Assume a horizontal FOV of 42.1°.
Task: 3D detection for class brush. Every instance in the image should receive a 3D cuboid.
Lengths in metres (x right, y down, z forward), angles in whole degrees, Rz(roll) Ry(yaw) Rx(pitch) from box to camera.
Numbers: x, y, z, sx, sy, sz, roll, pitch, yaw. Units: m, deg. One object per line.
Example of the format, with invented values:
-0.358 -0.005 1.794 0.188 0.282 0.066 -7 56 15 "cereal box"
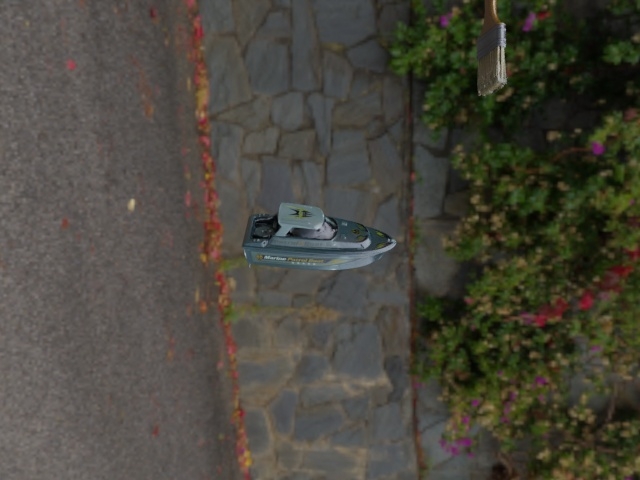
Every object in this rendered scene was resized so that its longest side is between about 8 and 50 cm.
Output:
0.171 -0.229 0.833 0.043 0.014 0.170 154 -58 -64 "brush"

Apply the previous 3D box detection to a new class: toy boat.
0.000 0.000 0.776 0.055 0.141 0.060 -84 177 -56 "toy boat"
